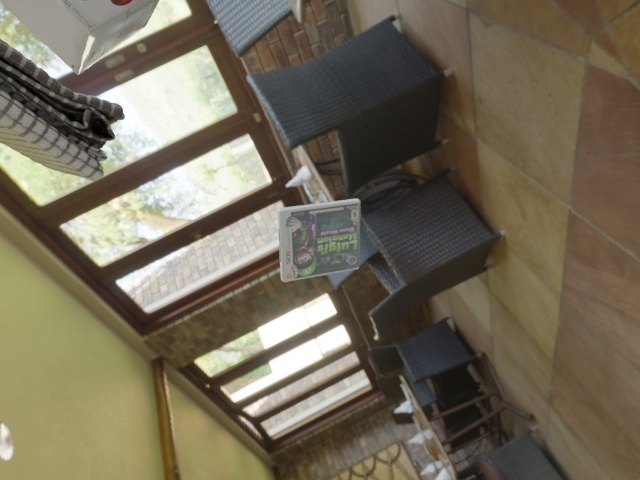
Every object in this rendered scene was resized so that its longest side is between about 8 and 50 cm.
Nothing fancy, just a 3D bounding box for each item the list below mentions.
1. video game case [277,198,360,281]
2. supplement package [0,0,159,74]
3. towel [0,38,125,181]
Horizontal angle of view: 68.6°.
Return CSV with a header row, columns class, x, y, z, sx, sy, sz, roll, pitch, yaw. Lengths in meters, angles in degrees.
class,x,y,z,sx,sy,sz,roll,pitch,yaw
video game case,0.000,0.000,1.061,0.022,0.190,0.173,-133,38,-60
supplement package,-0.449,-0.471,0.882,0.194,0.203,0.149,45,147,-18
towel,-0.459,-0.213,0.711,0.283,0.121,0.235,15,163,42
